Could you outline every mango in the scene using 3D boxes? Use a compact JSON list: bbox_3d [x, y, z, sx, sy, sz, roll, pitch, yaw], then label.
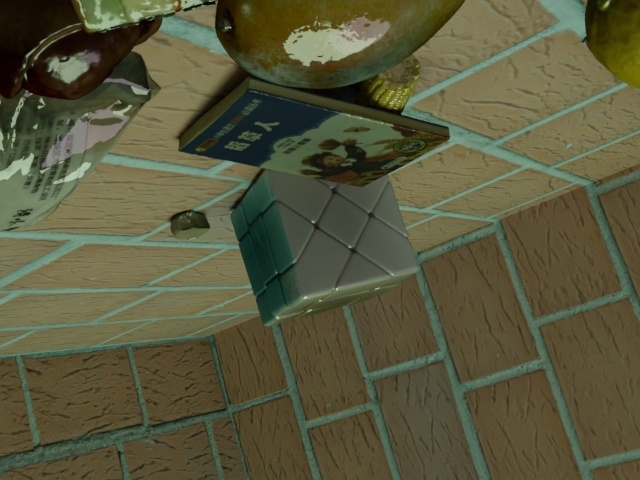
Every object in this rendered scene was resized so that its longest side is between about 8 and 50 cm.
[{"bbox_3d":[0.048,-0.309,1.038,0.383,0.199,0.221,-25,166,-23],"label":"mango"}]

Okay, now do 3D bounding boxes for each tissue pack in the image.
[{"bbox_3d":[-0.459,-0.136,1.115,0.389,0.195,0.375,-6,160,-42],"label":"tissue pack"}]

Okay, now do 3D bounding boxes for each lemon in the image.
[{"bbox_3d":[0.571,-0.360,1.333,0.319,0.245,0.245,7,158,-24],"label":"lemon"}]

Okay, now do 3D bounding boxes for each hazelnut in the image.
[{"bbox_3d":[-0.279,-0.241,0.934,0.201,0.161,0.170,-10,-161,-11],"label":"hazelnut"}]

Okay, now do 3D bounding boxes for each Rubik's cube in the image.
[{"bbox_3d":[0.000,0.000,2.020,0.318,0.322,0.316,-12,168,-25],"label":"Rubik's cube"}]

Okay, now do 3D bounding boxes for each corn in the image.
[{"bbox_3d":[0.117,-0.268,1.523,0.093,0.094,0.244,-14,167,-12],"label":"corn"}]

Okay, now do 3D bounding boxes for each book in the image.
[{"bbox_3d":[-0.014,-0.190,1.547,0.427,0.039,0.300,8,162,-30],"label":"book"}]

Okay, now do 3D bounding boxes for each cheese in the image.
[{"bbox_3d":[-0.321,-0.033,2.090,0.092,0.048,0.171,-16,168,10],"label":"cheese"}]

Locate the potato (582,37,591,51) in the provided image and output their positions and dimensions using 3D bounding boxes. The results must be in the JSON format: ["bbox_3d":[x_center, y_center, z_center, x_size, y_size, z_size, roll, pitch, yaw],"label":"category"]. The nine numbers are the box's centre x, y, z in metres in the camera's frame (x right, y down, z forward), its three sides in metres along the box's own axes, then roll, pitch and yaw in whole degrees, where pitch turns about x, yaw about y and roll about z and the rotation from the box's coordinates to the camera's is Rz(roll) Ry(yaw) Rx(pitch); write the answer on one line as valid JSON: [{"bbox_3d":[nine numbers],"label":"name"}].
[{"bbox_3d":[0.597,-0.401,1.552,0.120,0.100,0.261,-16,168,-2],"label":"potato"}]

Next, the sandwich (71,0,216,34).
[{"bbox_3d":[-0.183,-0.345,0.776,0.155,0.227,0.198,-15,132,-1],"label":"sandwich"}]
